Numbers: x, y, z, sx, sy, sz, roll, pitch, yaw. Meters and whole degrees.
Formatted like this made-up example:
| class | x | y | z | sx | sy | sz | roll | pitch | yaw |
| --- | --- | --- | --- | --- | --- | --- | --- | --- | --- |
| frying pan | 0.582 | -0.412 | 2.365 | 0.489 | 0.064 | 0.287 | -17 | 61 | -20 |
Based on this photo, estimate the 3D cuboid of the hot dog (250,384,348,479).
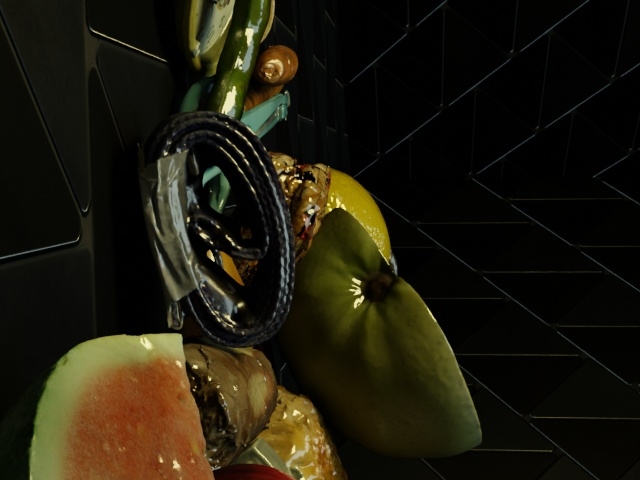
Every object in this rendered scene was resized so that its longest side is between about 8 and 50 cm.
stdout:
| class | x | y | z | sx | sy | sz | roll | pitch | yaw |
| --- | --- | --- | --- | --- | --- | --- | --- | --- | --- |
| hot dog | -0.063 | 0.369 | 1.196 | 0.365 | 0.196 | 0.367 | 79 | 5 | -59 |

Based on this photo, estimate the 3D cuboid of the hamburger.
| class | x | y | z | sx | sy | sz | roll | pitch | yaw |
| --- | --- | --- | --- | --- | --- | --- | --- | --- | --- |
| hamburger | -0.071 | -0.014 | 1.236 | 0.231 | 0.106 | 0.231 | -61 | -168 | 22 |

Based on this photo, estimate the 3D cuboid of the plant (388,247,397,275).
| class | x | y | z | sx | sy | sz | roll | pitch | yaw |
| --- | --- | --- | --- | --- | --- | --- | --- | --- | --- |
| plant | 0.025 | 0.038 | 1.868 | 0.188 | 0.199 | 0.276 | 55 | -13 | -17 |

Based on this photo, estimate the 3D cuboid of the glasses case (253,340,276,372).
| class | x | y | z | sx | sy | sz | roll | pitch | yaw |
| --- | --- | --- | --- | --- | --- | --- | --- | --- | --- |
| glasses case | -0.101 | 0.148 | 1.372 | 0.193 | 0.070 | 0.102 | 80 | 10 | -60 |

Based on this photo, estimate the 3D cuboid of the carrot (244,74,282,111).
| class | x | y | z | sx | sy | sz | roll | pitch | yaw |
| --- | --- | --- | --- | --- | --- | --- | --- | --- | --- |
| carrot | -0.103 | -0.222 | 1.411 | 0.314 | 0.066 | 0.066 | -71 | 160 | -68 |

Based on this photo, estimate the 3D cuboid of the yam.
| class | x | y | z | sx | sy | sz | roll | pitch | yaw |
| --- | --- | --- | --- | --- | --- | --- | --- | --- | --- |
| yam | -0.121 | 0.157 | 0.903 | 0.238 | 0.129 | 0.128 | 2 | 73 | -82 |

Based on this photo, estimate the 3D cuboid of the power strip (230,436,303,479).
| class | x | y | z | sx | sy | sz | roll | pitch | yaw |
| --- | --- | --- | --- | --- | --- | --- | --- | --- | --- |
| power strip | -0.103 | 0.282 | 0.992 | 0.075 | 0.175 | 0.042 | 52 | 10 | 2 |

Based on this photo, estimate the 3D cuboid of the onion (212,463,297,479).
| class | x | y | z | sx | sy | sz | roll | pitch | yaw |
| --- | --- | --- | --- | --- | --- | --- | --- | --- | --- |
| onion | -0.116 | 0.273 | 0.723 | 0.272 | 0.195 | 0.272 | -45 | 177 | -3 |

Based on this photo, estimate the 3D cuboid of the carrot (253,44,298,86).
| class | x | y | z | sx | sy | sz | roll | pitch | yaw |
| --- | --- | --- | --- | --- | --- | --- | --- | --- | --- |
| carrot | -0.067 | -0.247 | 1.348 | 0.186 | 0.060 | 0.060 | -72 | 161 | -74 |

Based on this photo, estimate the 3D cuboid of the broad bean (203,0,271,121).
| class | x | y | z | sx | sy | sz | roll | pitch | yaw |
| --- | --- | --- | --- | --- | --- | --- | --- | --- | --- |
| broad bean | -0.091 | -0.244 | 1.046 | 0.144 | 0.049 | 0.292 | -49 | 150 | -73 |

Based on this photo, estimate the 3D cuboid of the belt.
| class | x | y | z | sx | sy | sz | roll | pitch | yaw |
| --- | --- | --- | --- | --- | --- | --- | --- | --- | --- |
| belt | -0.106 | -0.013 | 0.925 | 0.126 | 0.139 | 0.231 | -155 | -130 | -75 |

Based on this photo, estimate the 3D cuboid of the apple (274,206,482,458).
| class | x | y | z | sx | sy | sz | roll | pitch | yaw |
| --- | --- | --- | --- | --- | --- | --- | --- | --- | --- |
| apple | 0.082 | 0.128 | 1.309 | 0.360 | 0.320 | 0.312 | 67 | 33 | -60 |

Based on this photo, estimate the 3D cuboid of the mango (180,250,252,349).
| class | x | y | z | sx | sy | sz | roll | pitch | yaw |
| --- | --- | --- | --- | --- | --- | --- | --- | --- | --- |
| mango | -0.123 | 0.072 | 1.093 | 0.102 | 0.084 | 0.184 | -49 | 135 | -72 |

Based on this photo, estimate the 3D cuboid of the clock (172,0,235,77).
| class | x | y | z | sx | sy | sz | roll | pitch | yaw |
| --- | --- | --- | --- | --- | --- | --- | --- | --- | --- |
| clock | -0.123 | -0.308 | 1.094 | 0.237 | 0.057 | 0.237 | 19 | 90 | -83 |

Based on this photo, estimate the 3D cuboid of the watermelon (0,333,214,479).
| class | x | y | z | sx | sy | sz | roll | pitch | yaw |
| --- | --- | --- | --- | --- | --- | --- | --- | --- | --- |
| watermelon | -0.141 | 0.183 | 0.566 | 0.260 | 0.176 | 0.256 | -119 | -147 | -43 |

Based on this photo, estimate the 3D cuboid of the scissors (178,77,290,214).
| class | x | y | z | sx | sy | sz | roll | pitch | yaw |
| --- | --- | --- | --- | --- | --- | --- | --- | --- | --- |
| scissors | -0.108 | -0.142 | 1.225 | 0.393 | 0.032 | 0.180 | -53 | 148 | -64 |

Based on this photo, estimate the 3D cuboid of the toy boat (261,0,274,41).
| class | x | y | z | sx | sy | sz | roll | pitch | yaw |
| --- | --- | --- | --- | --- | --- | --- | --- | --- | --- |
| toy boat | -0.114 | -0.337 | 1.306 | 0.088 | 0.089 | 0.230 | 25 | -56 | 52 |

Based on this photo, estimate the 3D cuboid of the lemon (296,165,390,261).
| class | x | y | z | sx | sy | sz | roll | pitch | yaw |
| --- | --- | --- | --- | --- | --- | --- | --- | --- | --- |
| lemon | 0.002 | 0.004 | 1.589 | 0.263 | 0.236 | 0.236 | 34 | 50 | -45 |
